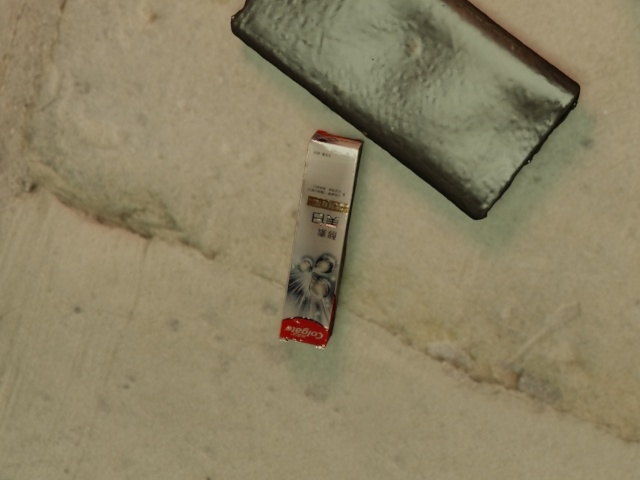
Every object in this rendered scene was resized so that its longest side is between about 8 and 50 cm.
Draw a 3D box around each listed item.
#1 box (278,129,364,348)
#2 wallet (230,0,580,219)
[{"bbox_3d":[0.000,0.000,1.766,0.055,0.039,0.218,11,109,8],"label":"box"},{"bbox_3d":[0.082,-0.178,1.694,0.321,0.044,0.170,38,110,3],"label":"wallet"}]
